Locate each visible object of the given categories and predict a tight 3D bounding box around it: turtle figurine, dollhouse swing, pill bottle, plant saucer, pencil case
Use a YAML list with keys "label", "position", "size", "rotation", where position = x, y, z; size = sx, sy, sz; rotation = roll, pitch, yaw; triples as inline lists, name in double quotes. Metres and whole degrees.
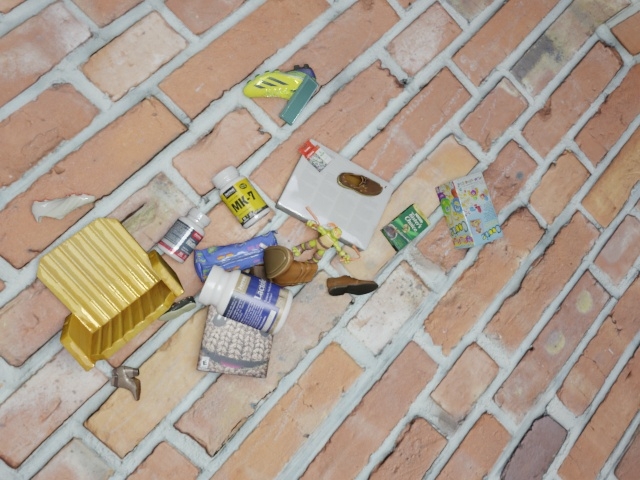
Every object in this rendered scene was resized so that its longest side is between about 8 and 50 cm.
- label: "turtle figurine"
  position: [0.000, 0.000, 1.473]
  size: [0.269, 0.217, 0.087]
  rotation: [42, 37, -17]
- label: "dollhouse swing"
  position: [-0.672, 0.129, 1.259]
  size: [0.347, 0.315, 0.304]
  rotation: [-40, 115, -14]
- label: "pill bottle"
  position: [-0.233, 0.181, 1.273]
  size: [0.265, 0.153, 0.153]
  rotation: [23, 80, -11]
- label: "pill bottle"
  position: [-0.464, -0.021, 1.405]
  size: [0.108, 0.108, 0.180]
  rotation: [36, 78, -8]
- label: "plant saucer"
  position: [-0.079, -0.531, 1.550]
  size: [0.067, 0.018, 0.192]
  rotation: [30, 98, -39]
- label: "pill bottle"
  position: [-0.285, -0.155, 1.458]
  size: [0.119, 0.119, 0.208]
  rotation: [-39, 94, -14]
- label: "pencil case"
  position: [-0.287, 0.054, 1.431]
  size: [0.307, 0.133, 0.119]
  rotation: [-15, 91, -14]

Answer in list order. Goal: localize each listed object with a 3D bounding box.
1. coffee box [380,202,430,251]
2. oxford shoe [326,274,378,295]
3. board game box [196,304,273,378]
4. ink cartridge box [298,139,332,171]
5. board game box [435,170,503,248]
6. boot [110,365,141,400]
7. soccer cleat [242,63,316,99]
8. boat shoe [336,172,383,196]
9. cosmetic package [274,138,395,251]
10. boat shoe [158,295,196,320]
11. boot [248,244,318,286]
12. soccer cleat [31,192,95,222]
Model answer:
- label: "coffee box"
  position: [0.344, -0.054, 1.643]
  size: [0.184, 0.040, 0.113]
  rotation: [-37, 94, -14]
- label: "oxford shoe"
  position: [0.124, 0.163, 1.559]
  size: [0.213, 0.076, 0.076]
  rotation: [4, 44, -24]
- label: "board game box"
  position: [-0.280, 0.301, 1.404]
  size: [0.232, 0.141, 0.290]
  rotation: [10, 83, -13]
- label: "ink cartridge box"
  position: [-0.020, -0.313, 1.490]
  size: [0.115, 0.029, 0.063]
  rotation: [44, 76, -6]
- label: "board game box"
  position: [0.601, -0.118, 1.661]
  size: [0.145, 0.142, 0.275]
  rotation: [-18, 89, -15]
- label: "boot"
  position: [-0.646, 0.474, 1.353]
  size: [0.087, 0.042, 0.118]
  rotation: [-3, 84, -8]
- label: "soccer cleat"
  position: [-0.147, -0.580, 1.546]
  size: [0.289, 0.093, 0.121]
  rotation: [-20, 96, -14]
- label: "boat shoe"
  position: [0.151, -0.208, 1.504]
  size: [0.178, 0.060, 0.064]
  rotation: [15, 80, -13]
- label: "cosmetic package"
  position: [0.058, -0.166, 1.555]
  size: [0.378, 0.097, 0.284]
  rotation: [28, 80, -10]
- label: "boat shoe"
  position: [-0.496, 0.236, 1.410]
  size: [0.133, 0.049, 0.042]
  rotation: [-26, 58, -6]
- label: "boot"
  position: [-0.097, 0.099, 1.388]
  size: [0.220, 0.283, 0.108]
  rotation: [4, 59, -31]
- label: "soccer cleat"
  position: [-0.841, -0.109, 1.346]
  size: [0.197, 0.068, 0.076]
  rotation: [-11, 93, -8]
